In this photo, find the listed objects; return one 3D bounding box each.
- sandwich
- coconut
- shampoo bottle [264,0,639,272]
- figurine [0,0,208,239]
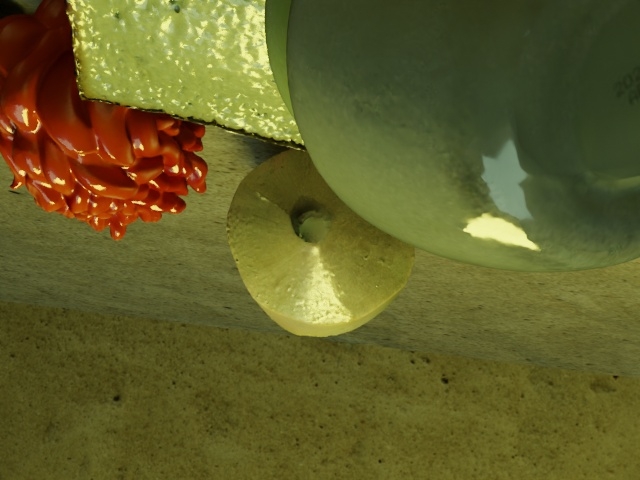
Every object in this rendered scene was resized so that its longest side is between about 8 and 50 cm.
[{"bbox_3d":[-0.078,-0.199,1.622,0.301,0.099,0.271,13,145,4],"label":"sandwich"},{"bbox_3d":[0.000,0.000,2.279,0.239,0.239,0.244,12,171,2],"label":"coconut"},{"bbox_3d":[0.138,-0.137,1.266,0.322,0.322,0.317,23,-173,-40],"label":"shampoo bottle"},{"bbox_3d":[-0.284,-0.152,1.968,0.412,0.241,0.306,25,157,49],"label":"figurine"}]
